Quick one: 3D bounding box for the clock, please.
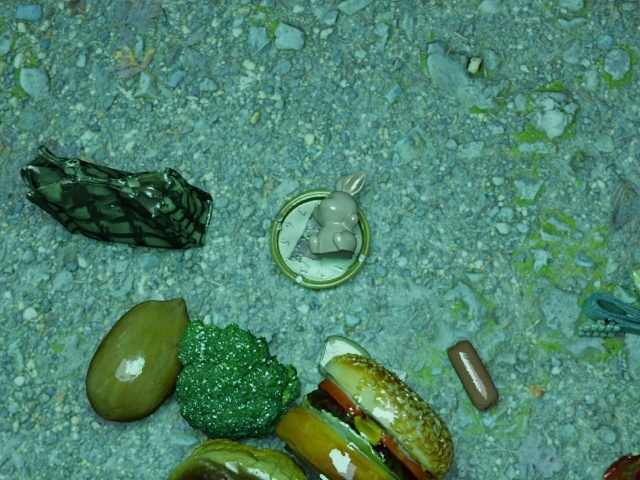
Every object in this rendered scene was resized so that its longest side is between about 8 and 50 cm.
[{"bbox_3d":[0.000,0.000,1.773,0.236,0.057,0.237,-1,75,3],"label":"clock"}]

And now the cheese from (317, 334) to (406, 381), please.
[{"bbox_3d":[0.093,0.275,1.694,0.192,0.037,0.097,16,75,8],"label":"cheese"}]

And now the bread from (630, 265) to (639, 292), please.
[{"bbox_3d":[0.847,0.165,1.622,0.236,0.165,0.376,-20,73,-27],"label":"bread"}]

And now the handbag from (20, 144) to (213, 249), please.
[{"bbox_3d":[-0.427,-0.086,1.676,0.325,0.327,0.163,7,78,6],"label":"handbag"}]

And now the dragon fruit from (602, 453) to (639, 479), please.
[{"bbox_3d":[0.700,0.488,1.526,0.261,0.211,0.134,-3,80,-5],"label":"dragon fruit"}]

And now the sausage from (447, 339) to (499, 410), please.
[{"bbox_3d":[0.330,0.292,1.668,0.062,0.062,0.154,-24,73,-5],"label":"sausage"}]

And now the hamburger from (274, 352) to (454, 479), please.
[{"bbox_3d":[0.097,0.387,1.520,0.330,0.330,0.250,36,76,12],"label":"hamburger"}]

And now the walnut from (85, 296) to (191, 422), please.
[{"bbox_3d":[-0.371,0.250,1.641,0.203,0.203,0.298,33,74,11],"label":"walnut"}]

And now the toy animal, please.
[{"bbox_3d":[0.033,-0.066,1.704,0.124,0.124,0.213,3,70,3],"label":"toy animal"}]

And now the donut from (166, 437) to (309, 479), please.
[{"bbox_3d":[-0.148,0.539,1.527,0.329,0.160,0.330,6,109,16],"label":"donut"}]

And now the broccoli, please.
[{"bbox_3d":[-0.174,0.284,1.597,0.265,0.295,0.245,-19,43,7],"label":"broccoli"}]

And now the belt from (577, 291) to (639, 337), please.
[{"bbox_3d":[0.663,0.182,1.689,0.179,0.065,0.100,16,65,8],"label":"belt"}]
